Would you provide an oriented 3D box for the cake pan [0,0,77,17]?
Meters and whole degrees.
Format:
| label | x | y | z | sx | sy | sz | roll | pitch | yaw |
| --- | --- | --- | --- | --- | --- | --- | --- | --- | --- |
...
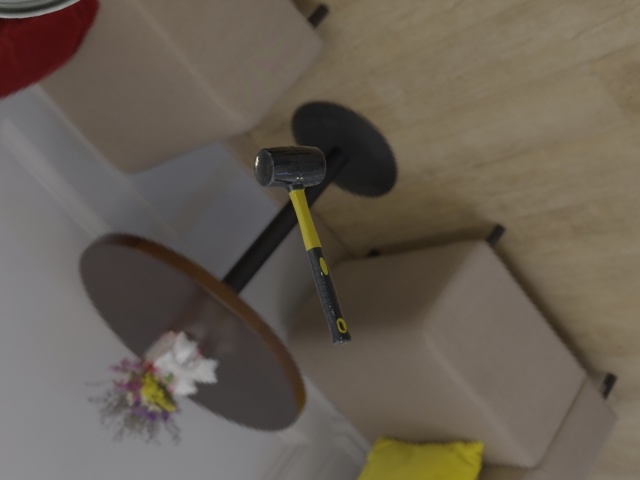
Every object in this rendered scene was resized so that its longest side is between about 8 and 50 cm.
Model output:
| label | x | y | z | sx | sy | sz | roll | pitch | yaw |
| --- | --- | --- | --- | --- | --- | --- | --- | --- | --- |
| cake pan | -0.233 | -0.297 | 0.669 | 0.293 | 0.054 | 0.293 | 6 | 106 | 21 |

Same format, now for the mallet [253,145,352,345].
| label | x | y | z | sx | sy | sz | roll | pitch | yaw |
| --- | --- | --- | --- | --- | --- | --- | --- | --- | --- |
| mallet | 0.000 | 0.000 | 0.900 | 0.039 | 0.062 | 0.189 | -36 | 74 | 51 |
